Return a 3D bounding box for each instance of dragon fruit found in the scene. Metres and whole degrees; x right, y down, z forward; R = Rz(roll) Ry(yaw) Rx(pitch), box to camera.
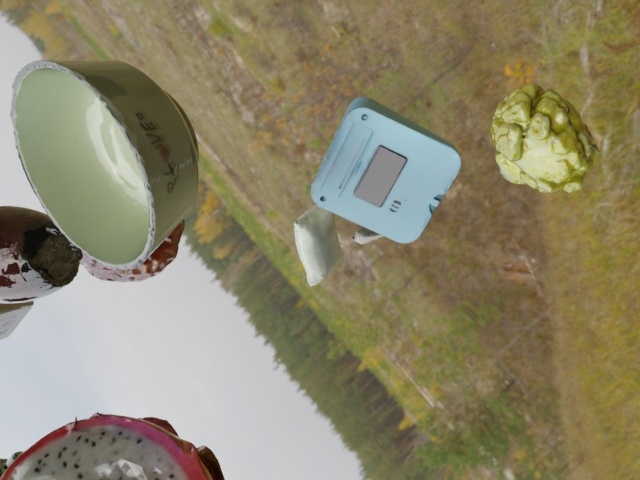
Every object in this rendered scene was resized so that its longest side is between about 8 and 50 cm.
[{"bbox_3d":[-0.230,0.339,0.767,0.291,0.290,0.189,49,165,15],"label":"dragon fruit"}]

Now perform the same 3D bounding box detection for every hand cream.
[{"bbox_3d":[0.150,-0.033,1.523,0.057,0.165,0.037,-110,-2,-45],"label":"hand cream"}]

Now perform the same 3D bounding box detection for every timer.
[{"bbox_3d":[0.130,-0.138,1.341,0.249,0.232,0.091,27,-153,-3],"label":"timer"}]

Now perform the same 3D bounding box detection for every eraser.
[{"bbox_3d":[-0.744,0.174,1.472,0.077,0.111,0.352,36,-178,-1],"label":"eraser"}]

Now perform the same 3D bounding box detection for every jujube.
[{"bbox_3d":[-0.344,-0.036,1.115,0.232,0.213,0.213,35,162,53],"label":"jujube"}]

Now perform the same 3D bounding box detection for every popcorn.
[{"bbox_3d":[0.329,-0.146,0.979,0.173,0.142,0.174,-23,-90,-80],"label":"popcorn"}]

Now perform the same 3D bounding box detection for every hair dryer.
[{"bbox_3d":[-0.483,-0.027,0.768,0.312,0.123,0.340,3,159,21],"label":"hair dryer"}]

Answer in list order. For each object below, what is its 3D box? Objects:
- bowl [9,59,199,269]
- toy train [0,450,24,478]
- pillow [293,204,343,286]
[{"bbox_3d":[-0.201,-0.087,0.668,0.211,0.112,0.212,20,127,28],"label":"bowl"},{"bbox_3d":[-0.707,0.624,1.457,0.238,0.299,0.167,42,169,-18],"label":"toy train"},{"bbox_3d":[0.001,-0.001,1.760,0.078,0.144,0.254,36,153,36],"label":"pillow"}]
